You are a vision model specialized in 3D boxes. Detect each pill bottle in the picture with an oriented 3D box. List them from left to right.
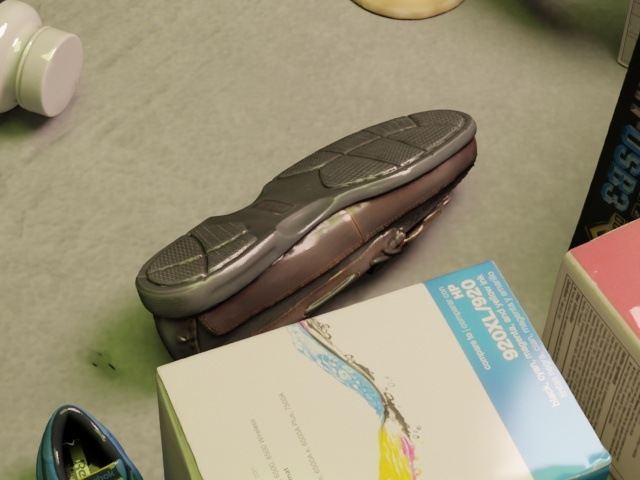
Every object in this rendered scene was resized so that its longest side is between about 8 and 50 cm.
[{"bbox_3d":[-0.281,-0.157,1.274,0.169,0.094,0.094,19,55,12],"label":"pill bottle"}]

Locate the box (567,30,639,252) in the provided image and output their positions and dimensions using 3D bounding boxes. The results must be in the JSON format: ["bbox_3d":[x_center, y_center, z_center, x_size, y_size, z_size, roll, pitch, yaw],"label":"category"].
[{"bbox_3d":[0.302,-0.152,1.159,0.073,0.295,0.293,31,57,17],"label":"box"}]

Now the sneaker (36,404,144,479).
[{"bbox_3d":[-0.130,0.198,1.018,0.069,0.082,0.209,-21,57,-18],"label":"sneaker"}]

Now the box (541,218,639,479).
[{"bbox_3d":[0.264,0.108,1.052,0.127,0.149,0.232,-23,57,-19],"label":"box"}]

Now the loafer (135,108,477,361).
[{"bbox_3d":[0.000,0.000,1.181,0.302,0.095,0.109,-31,29,-27],"label":"loafer"}]

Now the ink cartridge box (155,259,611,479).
[{"bbox_3d":[0.031,0.153,0.998,0.232,0.171,0.168,-17,55,-14],"label":"ink cartridge box"}]

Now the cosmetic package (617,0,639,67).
[{"bbox_3d":[0.339,-0.245,1.353,0.060,0.099,0.239,30,57,19],"label":"cosmetic package"}]

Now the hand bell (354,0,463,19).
[{"bbox_3d":[0.079,-0.312,1.308,0.126,0.242,0.126,1,53,-1],"label":"hand bell"}]
